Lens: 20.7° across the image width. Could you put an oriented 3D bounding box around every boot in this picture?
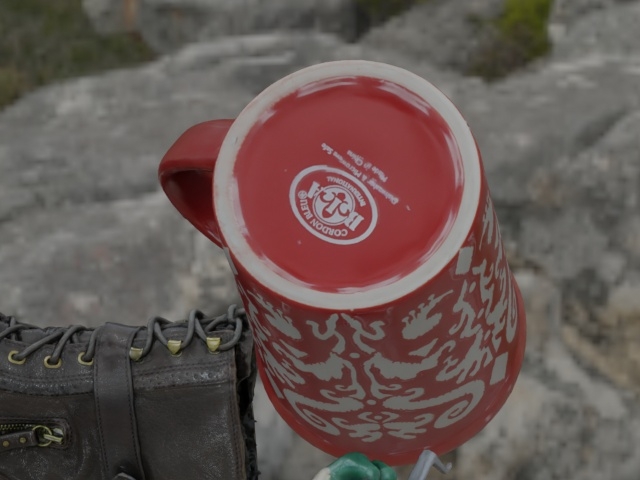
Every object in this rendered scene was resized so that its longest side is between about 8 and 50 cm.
[{"bbox_3d":[-0.146,0.060,0.975,0.229,0.263,0.091,-7,21,12],"label":"boot"}]

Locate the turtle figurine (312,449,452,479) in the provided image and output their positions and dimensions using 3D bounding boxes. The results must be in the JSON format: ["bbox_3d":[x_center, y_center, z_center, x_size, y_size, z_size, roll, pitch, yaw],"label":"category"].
[{"bbox_3d":[0.003,0.174,0.575,0.234,0.118,0.175,-11,67,-55],"label":"turtle figurine"}]

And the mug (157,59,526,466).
[{"bbox_3d":[0.001,0.009,0.658,0.150,0.169,0.113,5,71,9],"label":"mug"}]
